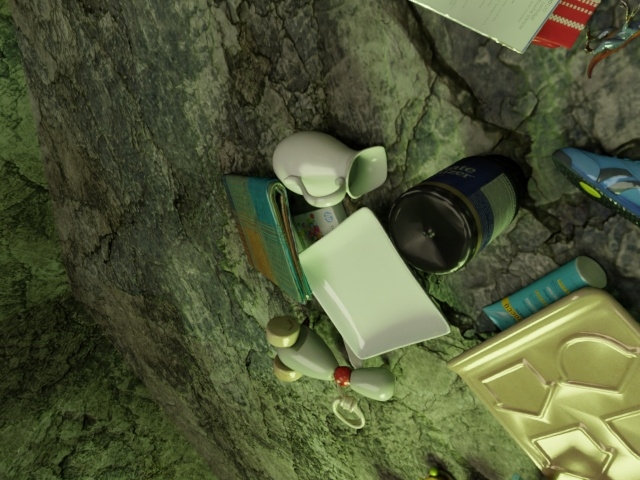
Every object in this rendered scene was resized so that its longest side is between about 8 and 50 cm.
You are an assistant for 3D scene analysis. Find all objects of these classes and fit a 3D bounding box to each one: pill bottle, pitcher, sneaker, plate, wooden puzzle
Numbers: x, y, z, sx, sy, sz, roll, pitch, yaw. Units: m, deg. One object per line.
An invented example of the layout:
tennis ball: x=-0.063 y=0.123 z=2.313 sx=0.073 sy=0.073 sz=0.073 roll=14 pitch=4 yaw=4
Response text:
pill bottle: x=0.204 y=-0.049 z=0.631 sx=0.122 sy=0.219 sz=0.123 roll=24 pitch=128 yaw=34
pitcher: x=-0.007 y=-0.128 z=0.833 sx=0.207 sy=0.177 sz=0.126 roll=18 pitch=132 yaw=37
sneaker: x=0.397 y=-0.070 z=0.554 sx=0.209 sy=0.069 sz=0.082 roll=44 pitch=105 yaw=30
plate: x=0.095 y=0.096 z=0.912 sx=0.277 sy=0.045 sz=0.278 roll=55 pitch=137 yaw=1
wooden puzzle: x=0.424 y=0.256 z=0.703 sx=0.348 sy=0.080 sz=0.322 roll=46 pitch=139 yaw=8

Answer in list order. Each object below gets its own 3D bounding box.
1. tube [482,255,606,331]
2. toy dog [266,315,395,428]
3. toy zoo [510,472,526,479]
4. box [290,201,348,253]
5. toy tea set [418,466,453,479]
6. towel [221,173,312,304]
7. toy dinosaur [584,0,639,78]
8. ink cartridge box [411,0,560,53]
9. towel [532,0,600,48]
tube: x=0.349 y=0.097 z=0.708 sx=0.080 sy=0.052 sz=0.207 roll=54 pitch=146 yaw=17
toy dog: x=0.025 y=0.278 z=1.097 sx=0.333 sy=0.161 sz=0.220 roll=31 pitch=131 yaw=10
toy zoo: x=0.467 y=0.498 z=0.755 sx=0.293 sy=0.030 sz=0.192 roll=28 pitch=151 yaw=23
box: x=0.000 y=0.000 z=1.009 sx=0.186 sy=0.038 sz=0.145 roll=-11 pitch=105 yaw=47
toy tea set: x=0.281 y=0.692 z=0.967 sx=0.200 sy=0.124 sz=0.336 roll=-3 pitch=78 yaw=40
towel: x=-0.137 y=-0.025 z=1.053 sx=0.370 sy=0.040 sz=0.272 roll=22 pitch=130 yaw=62
toy dinosaur: x=0.355 y=-0.244 z=0.517 sx=0.082 sy=0.047 sz=0.090 roll=2 pitch=148 yaw=35
ink cartridge box: x=0.182 y=-0.323 z=0.444 sx=0.208 sy=0.045 sz=0.206 roll=16 pitch=133 yaw=-17
towel: x=0.250 y=-0.355 z=0.466 sx=0.198 sy=0.031 sz=0.275 roll=12 pitch=133 yaw=-8
